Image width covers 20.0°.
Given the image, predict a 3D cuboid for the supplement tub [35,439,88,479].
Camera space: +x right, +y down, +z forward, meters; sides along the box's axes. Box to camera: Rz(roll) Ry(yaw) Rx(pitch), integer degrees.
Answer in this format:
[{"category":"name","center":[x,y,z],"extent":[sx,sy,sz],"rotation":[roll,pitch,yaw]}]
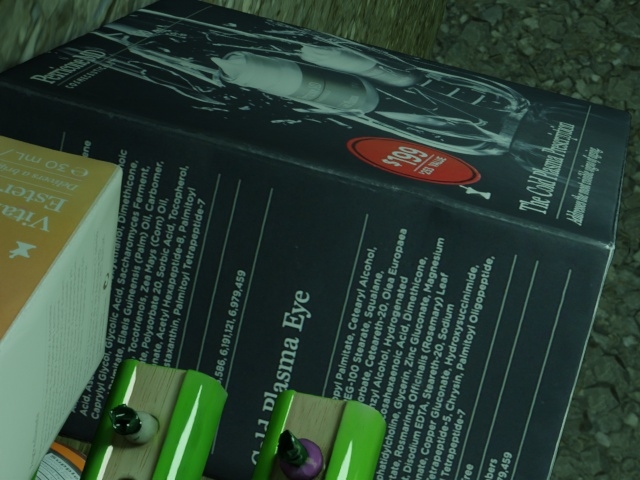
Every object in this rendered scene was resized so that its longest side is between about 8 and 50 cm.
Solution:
[{"category":"supplement tub","center":[-0.157,0.149,0.850],"extent":[0.198,0.106,0.106],"rotation":[-6,111,-73]}]

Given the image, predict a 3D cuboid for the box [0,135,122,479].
[{"category":"box","center":[-0.157,0.037,0.613],"extent":[0.170,0.130,0.091],"rotation":[-66,169,-54]}]

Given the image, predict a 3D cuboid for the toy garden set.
[{"category":"toy garden set","center":[-0.120,0.130,0.670],"extent":[0.049,0.244,0.204],"rotation":[61,41,-59]}]

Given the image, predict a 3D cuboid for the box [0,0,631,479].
[{"category":"box","center":[0.000,0.000,1.024],"extent":[0.343,0.312,0.179],"rotation":[-54,158,-72]}]
